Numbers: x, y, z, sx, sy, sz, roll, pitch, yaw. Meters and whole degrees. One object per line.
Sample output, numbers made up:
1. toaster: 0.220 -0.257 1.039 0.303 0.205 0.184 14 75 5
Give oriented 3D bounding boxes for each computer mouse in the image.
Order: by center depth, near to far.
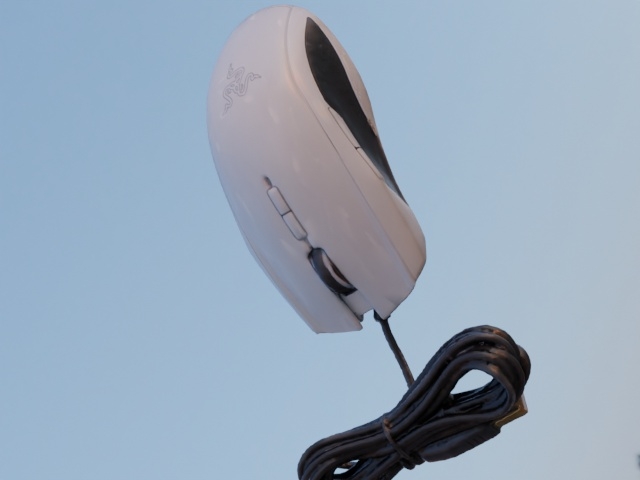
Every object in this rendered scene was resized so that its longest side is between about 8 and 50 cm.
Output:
1. computer mouse: 0.000 0.000 0.436 0.042 0.106 0.193 -13 -105 -54
